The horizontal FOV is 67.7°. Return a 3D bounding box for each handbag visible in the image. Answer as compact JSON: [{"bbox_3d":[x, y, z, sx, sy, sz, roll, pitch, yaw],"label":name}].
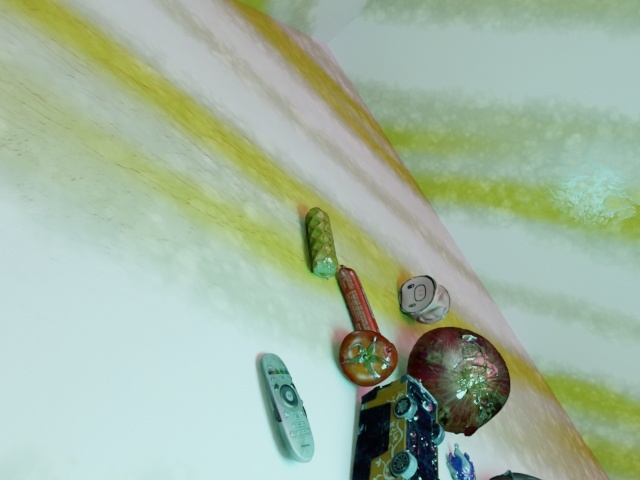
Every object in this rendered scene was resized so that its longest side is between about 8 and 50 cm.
[{"bbox_3d":[0.417,0.235,1.922,0.116,0.179,0.205,47,32,-34],"label":"handbag"}]

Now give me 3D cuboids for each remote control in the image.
[{"bbox_3d":[-0.079,0.373,1.077,0.097,0.045,0.256,22,38,-50],"label":"remote control"}]

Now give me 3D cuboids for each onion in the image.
[{"bbox_3d":[0.438,0.452,1.562,0.354,0.354,0.353,40,30,-29],"label":"onion"}]

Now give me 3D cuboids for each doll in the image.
[{"bbox_3d":[0.455,0.748,1.519,0.096,0.070,0.195,7,50,-17],"label":"doll"}]

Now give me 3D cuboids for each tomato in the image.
[{"bbox_3d":[0.133,0.333,1.366,0.167,0.167,0.167,40,30,-29],"label":"tomato"}]

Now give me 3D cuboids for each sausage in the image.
[{"bbox_3d":[0.118,0.194,1.580,0.074,0.074,0.274,19,45,-51],"label":"sausage"}]

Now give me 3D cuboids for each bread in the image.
[{"bbox_3d":[-0.001,-0.001,1.586,0.098,0.087,0.269,31,36,-39],"label":"bread"}]

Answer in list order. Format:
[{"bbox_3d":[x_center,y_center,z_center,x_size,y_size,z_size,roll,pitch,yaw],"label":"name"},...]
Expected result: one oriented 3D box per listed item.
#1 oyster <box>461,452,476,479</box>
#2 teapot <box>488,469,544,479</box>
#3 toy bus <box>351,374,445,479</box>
[{"bbox_3d":[0.487,0.763,1.581,0.100,0.037,0.098,58,26,5],"label":"oyster"},{"bbox_3d":[0.636,0.902,1.515,0.312,0.233,0.314,34,61,-25],"label":"teapot"},{"bbox_3d":[0.194,0.523,1.193,0.162,0.194,0.323,45,31,-20],"label":"toy bus"}]
